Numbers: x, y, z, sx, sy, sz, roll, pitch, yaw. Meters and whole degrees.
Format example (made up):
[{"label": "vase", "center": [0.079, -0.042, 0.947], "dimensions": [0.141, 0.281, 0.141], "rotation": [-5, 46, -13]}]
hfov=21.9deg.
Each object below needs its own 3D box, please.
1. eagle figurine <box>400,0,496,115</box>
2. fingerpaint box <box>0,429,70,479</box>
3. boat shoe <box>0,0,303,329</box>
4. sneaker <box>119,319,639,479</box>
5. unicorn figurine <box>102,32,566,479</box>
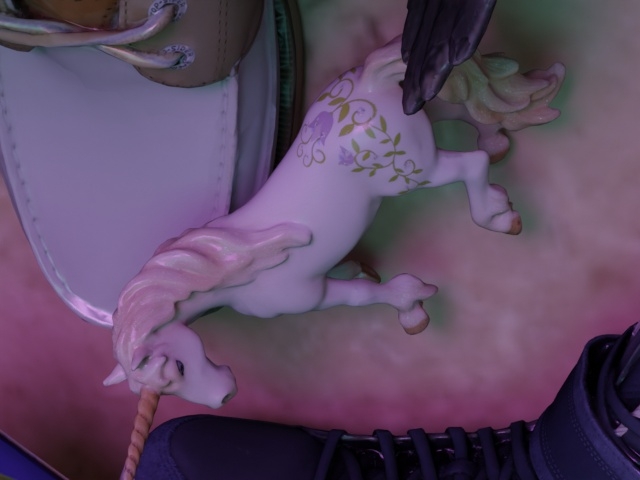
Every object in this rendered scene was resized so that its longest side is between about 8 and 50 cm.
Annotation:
[{"label": "eagle figurine", "center": [0.053, -0.187, 0.340], "dimensions": [0.298, 0.225, 0.226], "rotation": [-40, 112, 20]}, {"label": "fingerpaint box", "center": [-0.084, 0.319, 0.554], "dimensions": [0.445, 0.163, 0.371], "rotation": [39, 112, -14]}, {"label": "boat shoe", "center": [-0.066, -0.095, 0.485], "dimensions": [0.113, 0.103, 0.302], "rotation": [4, 118, 10]}, {"label": "sneaker", "center": [0.056, 0.066, 0.539], "dimensions": [0.226, 0.086, 0.163], "rotation": [18, 126, -2]}, {"label": "unicorn figurine", "center": [0.000, 0.000, 0.512], "dimensions": [0.060, 0.111, 0.162], "rotation": [38, 107, 44]}]
